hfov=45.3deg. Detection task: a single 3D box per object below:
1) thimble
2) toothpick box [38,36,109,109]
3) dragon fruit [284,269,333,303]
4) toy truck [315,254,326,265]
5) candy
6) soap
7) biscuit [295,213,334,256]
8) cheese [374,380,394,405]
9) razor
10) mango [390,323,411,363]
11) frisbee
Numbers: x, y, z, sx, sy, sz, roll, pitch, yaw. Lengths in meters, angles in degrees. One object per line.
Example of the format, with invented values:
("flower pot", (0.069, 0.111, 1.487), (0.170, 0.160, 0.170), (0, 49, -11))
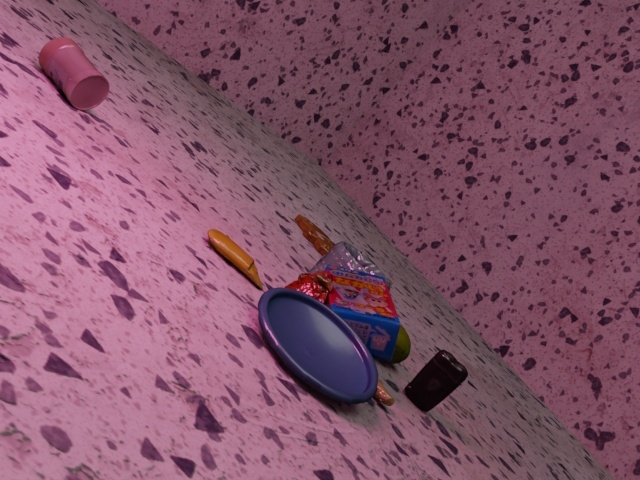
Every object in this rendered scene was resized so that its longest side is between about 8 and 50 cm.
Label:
("thimble", (0.077, 0.111, 2.030), (0.198, 0.143, 0.235), (43, 11, 8))
("toothpick box", (-0.557, -0.378, 1.735), (0.149, 0.098, 0.098), (47, 10, 24))
("dragon fruit", (-0.027, 0.105, 1.738), (0.083, 0.106, 0.162), (39, 11, -9))
("toy truck", (0.043, 0.096, 2.228), (0.123, 0.052, 0.063), (44, 5, -1))
("candy", (0.083, 0.160, 1.770), (0.157, 0.100, 0.306), (12, 15, -5))
("soap", (-0.177, 0.035, 1.651), (0.168, 0.033, 0.089), (42, 12, -9))
("biscuit", (0.002, -0.002, 2.552), (0.184, 0.035, 0.249), (36, 11, -37))
("cheese", (0.124, 0.319, 1.626), (0.083, 0.030, 0.044), (42, 14, 34))
("razor", (0.272, 0.334, 1.816), (0.090, 0.148, 0.054), (45, 17, 12))
("mango", (0.171, 0.249, 1.929), (0.119, 0.100, 0.178), (47, 3, 39))
("frisbee", (-0.011, 0.207, 1.479), (0.289, 0.049, 0.289), (35, 22, -16))
